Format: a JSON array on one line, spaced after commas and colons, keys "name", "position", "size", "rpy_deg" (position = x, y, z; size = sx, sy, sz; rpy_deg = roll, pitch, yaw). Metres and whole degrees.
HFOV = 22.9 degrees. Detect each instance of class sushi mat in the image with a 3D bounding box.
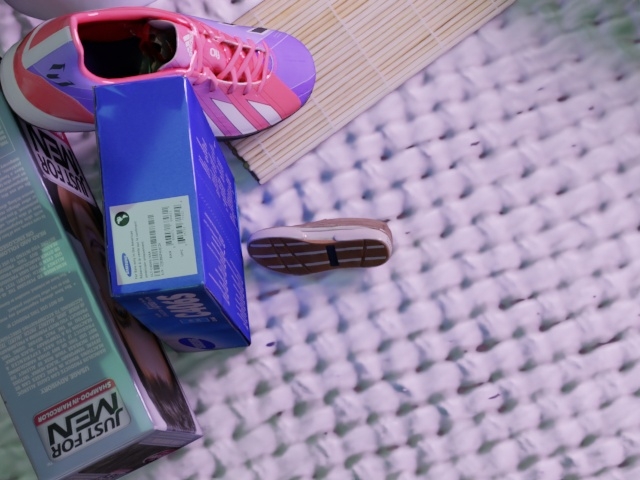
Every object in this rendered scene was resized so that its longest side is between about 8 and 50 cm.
[{"name": "sushi mat", "position": [0.024, -0.201, 1.519], "size": [0.316, 0.019, 0.151], "rpy_deg": [-36, 81, -5]}]

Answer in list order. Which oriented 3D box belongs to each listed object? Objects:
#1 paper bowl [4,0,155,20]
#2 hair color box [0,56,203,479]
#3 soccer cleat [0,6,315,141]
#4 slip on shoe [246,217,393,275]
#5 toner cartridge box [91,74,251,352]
[{"name": "paper bowl", "position": [-0.206, -0.299, 1.389], "size": [0.284, 0.148, 0.284], "rpy_deg": [-9, 39, 7]}, {"name": "hair color box", "position": [-0.246, 0.026, 1.395], "size": [0.113, 0.185, 0.374], "rpy_deg": [-26, 79, 4]}, {"name": "soccer cleat", "position": [-0.116, -0.152, 1.377], "size": [0.318, 0.116, 0.108], "rpy_deg": [-4, 75, -38]}, {"name": "slip on shoe", "position": [0.000, 0.000, 1.470], "size": [0.135, 0.051, 0.041], "rpy_deg": [-4, 39, 10]}, {"name": "toner cartridge box", "position": [-0.117, -0.008, 1.319], "size": [0.075, 0.348, 0.165], "rpy_deg": [-5, 78, 2]}]
